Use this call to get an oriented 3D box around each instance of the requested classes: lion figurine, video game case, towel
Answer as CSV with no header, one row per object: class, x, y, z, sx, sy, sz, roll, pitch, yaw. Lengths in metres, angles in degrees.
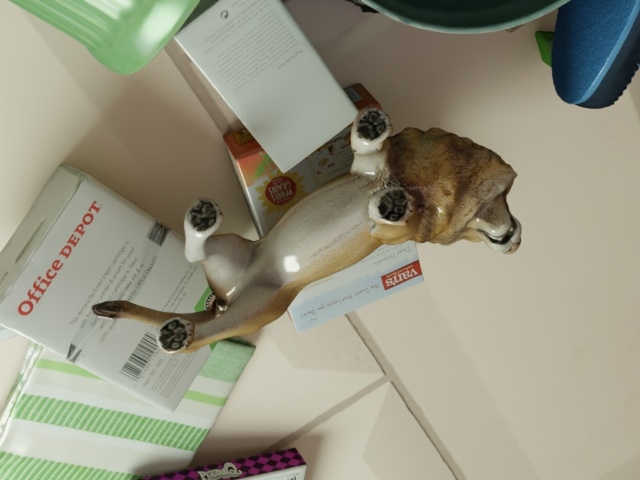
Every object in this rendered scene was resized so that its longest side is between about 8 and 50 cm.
lion figurine,0.000,0.000,0.925,0.392,0.142,0.240,-22,168,7
video game case,-0.143,0.366,1.215,0.232,0.042,0.210,-6,124,-28
towel,-0.253,0.218,1.116,0.248,0.038,0.325,19,110,-30

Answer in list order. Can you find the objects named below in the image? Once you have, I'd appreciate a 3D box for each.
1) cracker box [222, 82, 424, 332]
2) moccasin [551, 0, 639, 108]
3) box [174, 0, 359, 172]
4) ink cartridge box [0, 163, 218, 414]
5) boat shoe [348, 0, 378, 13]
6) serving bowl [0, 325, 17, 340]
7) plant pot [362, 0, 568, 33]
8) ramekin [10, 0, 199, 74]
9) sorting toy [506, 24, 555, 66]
cracker box,0.008,-0.030,1.037,0.156,0.067,0.232,-22,124,-7
moccasin,0.326,-0.275,0.901,0.117,0.137,0.342,5,121,-24
box,-0.060,-0.170,0.888,0.091,0.130,0.170,-37,125,4
ink cartridge box,-0.203,0.049,0.969,0.219,0.092,0.160,37,82,-32
boat shoe,0.058,-0.254,0.922,0.219,0.077,0.070,12,150,-29
serving bowl,-0.332,0.071,1.001,0.083,0.027,0.083,-9,123,-14
plant pot,0.105,-0.339,0.793,0.293,0.196,0.293,-4,118,-8
ramekin,-0.142,-0.285,0.688,0.148,0.303,0.303,24,110,-26
sorting toy,0.247,-0.320,0.958,0.196,0.047,0.347,-29,125,-1
